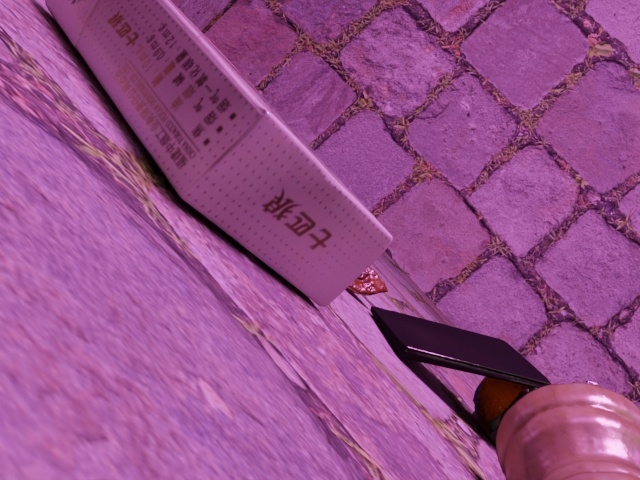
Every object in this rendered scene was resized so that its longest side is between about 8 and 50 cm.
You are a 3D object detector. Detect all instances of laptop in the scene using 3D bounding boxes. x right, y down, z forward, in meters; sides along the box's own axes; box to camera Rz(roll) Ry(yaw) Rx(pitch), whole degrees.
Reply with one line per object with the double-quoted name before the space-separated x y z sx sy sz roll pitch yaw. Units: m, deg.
"laptop" 0.161 0.127 1.056 0.197 0.016 0.135 16 13 -17

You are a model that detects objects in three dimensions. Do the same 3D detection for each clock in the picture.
"clock" 0.269 0.232 1.112 0.144 0.103 0.231 50 8 28

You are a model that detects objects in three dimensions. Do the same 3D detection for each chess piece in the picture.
"chess piece" 0.207 0.224 0.645 0.137 0.137 0.301 46 17 -10

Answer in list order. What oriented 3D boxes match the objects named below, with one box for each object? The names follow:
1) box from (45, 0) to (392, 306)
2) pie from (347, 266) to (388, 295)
"box" -0.095 -0.109 0.795 0.210 0.095 0.330 42 7 -50
"pie" 0.000 0.001 1.102 0.191 0.033 0.088 49 21 16
